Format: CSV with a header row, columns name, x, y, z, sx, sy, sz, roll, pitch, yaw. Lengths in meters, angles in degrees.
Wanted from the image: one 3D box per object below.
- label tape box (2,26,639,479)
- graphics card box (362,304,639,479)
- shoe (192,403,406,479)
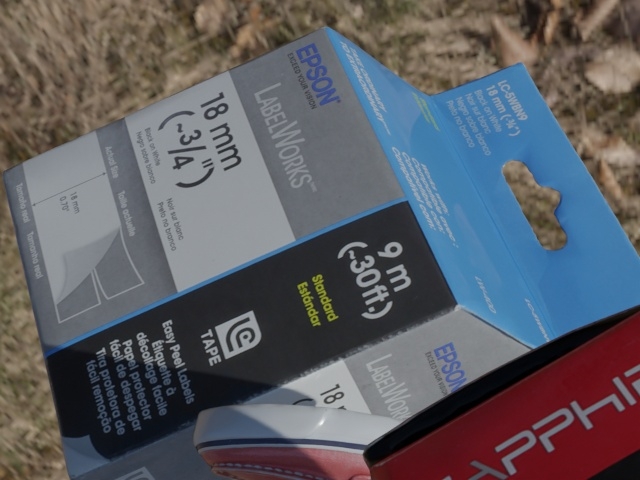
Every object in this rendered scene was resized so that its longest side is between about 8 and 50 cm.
name,x,y,z,sx,sy,sz,roll,pitch,yaw
label tape box,0.000,0.000,0.860,0.334,0.106,0.240,-24,50,1
graphics card box,0.145,0.204,0.265,0.094,0.232,0.371,-29,40,1
shoe,0.031,0.117,0.598,0.178,0.063,0.081,8,74,2
